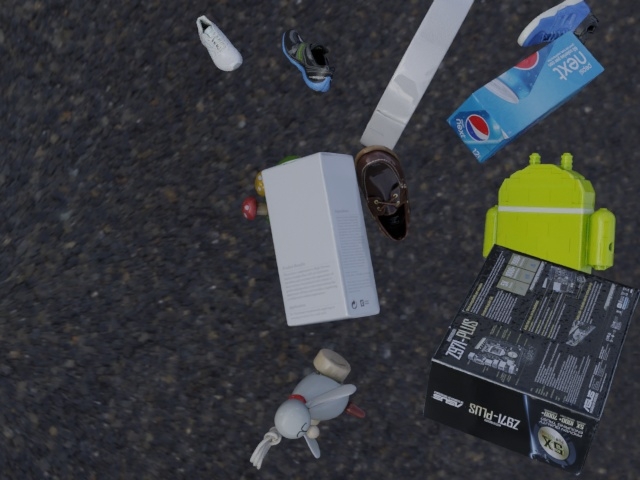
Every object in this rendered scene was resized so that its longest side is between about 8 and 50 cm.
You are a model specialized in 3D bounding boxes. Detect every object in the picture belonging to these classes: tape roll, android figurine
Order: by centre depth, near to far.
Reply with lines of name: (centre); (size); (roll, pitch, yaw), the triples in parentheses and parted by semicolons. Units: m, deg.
android figurine: (0.388, -0.016, 1.586); (0.056, 0.248, 0.273); (4, 89, -46)
tape roll: (0.201, -0.353, 1.877); (0.072, 0.392, 0.392); (28, 73, 0)

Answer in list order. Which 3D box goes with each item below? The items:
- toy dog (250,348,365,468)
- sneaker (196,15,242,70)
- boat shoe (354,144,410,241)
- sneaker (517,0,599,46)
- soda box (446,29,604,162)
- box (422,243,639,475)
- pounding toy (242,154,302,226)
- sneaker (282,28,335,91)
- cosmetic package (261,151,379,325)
toy dog: (0.007, 0.363, 1.932); (0.161, 0.220, 0.334); (30, 32, 6)
sneaker: (-0.215, -0.405, 1.895); (0.053, 0.061, 0.152); (-37, 59, -4)
boat shoe: (0.107, -0.071, 1.452); (0.073, 0.207, 0.073); (-18, 58, 10)
sneaker: (0.435, -0.375, 1.658); (0.152, 0.058, 0.085); (-33, 76, -17)
soda box: (0.258, -0.182, 1.149); (0.210, 0.067, 0.071); (-34, 83, -32)
box: (0.195, 0.102, 0.841); (0.147, 0.078, 0.180); (18, 41, 18)
pounding toy: (-0.096, -0.087, 1.932); (0.110, 0.237, 0.183); (2, 102, -19)
sneaker: (-0.019, -0.391, 1.944); (0.067, 0.078, 0.188); (7, 38, -40)
cosmetic package: (0.000, 0.000, 1.303); (0.085, 0.117, 0.231); (-2, 82, -52)
